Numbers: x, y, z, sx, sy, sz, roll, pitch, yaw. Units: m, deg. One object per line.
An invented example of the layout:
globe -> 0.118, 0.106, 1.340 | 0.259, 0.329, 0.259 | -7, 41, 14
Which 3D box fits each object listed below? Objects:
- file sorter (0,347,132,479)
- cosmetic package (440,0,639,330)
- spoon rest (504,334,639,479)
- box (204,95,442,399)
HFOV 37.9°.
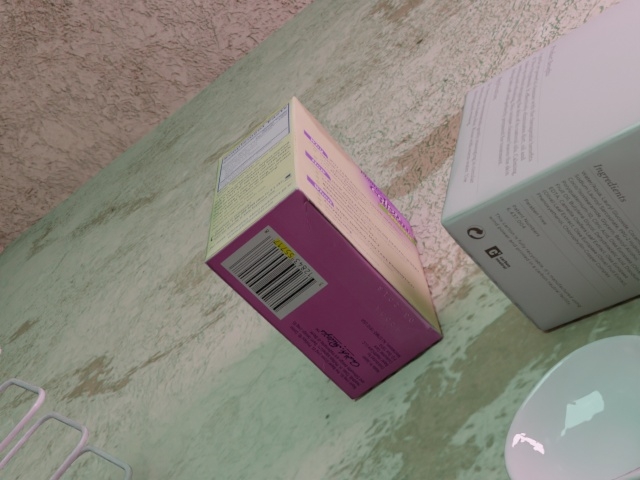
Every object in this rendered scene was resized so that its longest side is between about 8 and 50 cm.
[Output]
file sorter -> -0.330, 0.263, 1.015 | 0.173, 0.278, 0.193 | -51, 23, -23
cosmetic package -> 0.287, -0.099, 0.716 | 0.365, 0.155, 0.197 | -26, 30, 37
spoon rest -> 0.209, 0.126, 0.561 | 0.137, 0.084, 0.276 | -50, 24, -12
box -> 0.000, 0.000, 0.964 | 0.117, 0.213, 0.243 | -38, 24, 17
